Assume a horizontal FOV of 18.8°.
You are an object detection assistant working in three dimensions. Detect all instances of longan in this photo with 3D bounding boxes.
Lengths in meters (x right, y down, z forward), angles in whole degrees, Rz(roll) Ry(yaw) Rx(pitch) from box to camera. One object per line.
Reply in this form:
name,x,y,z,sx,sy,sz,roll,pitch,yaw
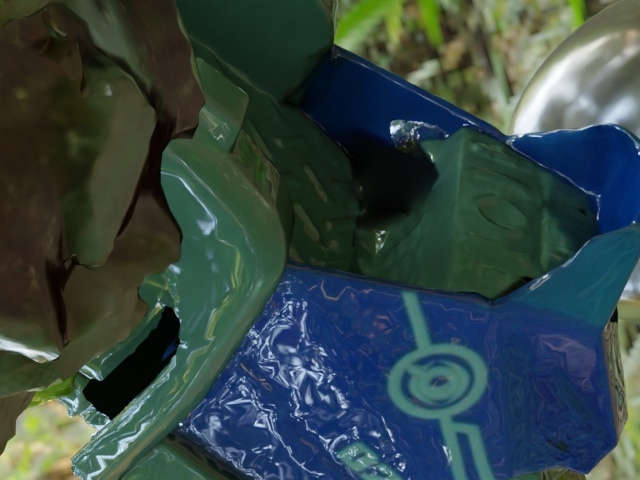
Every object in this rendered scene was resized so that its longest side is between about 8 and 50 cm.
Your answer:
longan,0.178,-0.035,0.867,0.167,0.187,0.167,-58,-20,-35

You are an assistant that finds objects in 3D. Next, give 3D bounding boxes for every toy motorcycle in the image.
toy motorcycle,0.000,0.000,0.685,0.326,0.200,0.191,35,-148,-16

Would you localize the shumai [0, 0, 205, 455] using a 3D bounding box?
shumai,-0.140,-0.007,0.431,0.189,0.218,0.256,-81,-27,-55
